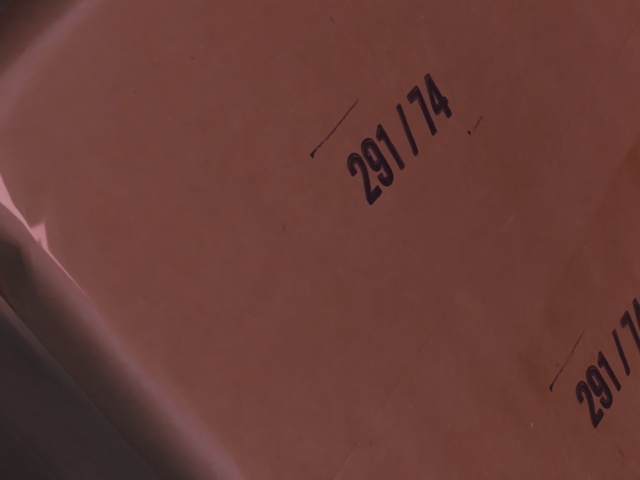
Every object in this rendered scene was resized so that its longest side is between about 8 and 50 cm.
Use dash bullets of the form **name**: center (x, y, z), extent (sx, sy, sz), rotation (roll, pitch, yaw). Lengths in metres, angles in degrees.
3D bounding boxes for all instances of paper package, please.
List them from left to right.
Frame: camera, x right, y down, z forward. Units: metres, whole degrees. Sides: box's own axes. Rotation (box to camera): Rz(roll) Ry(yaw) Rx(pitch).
- **paper package**: center (0.000, 0.000, 0.574), extent (0.309, 0.168, 0.325), rotation (53, 48, -22)
